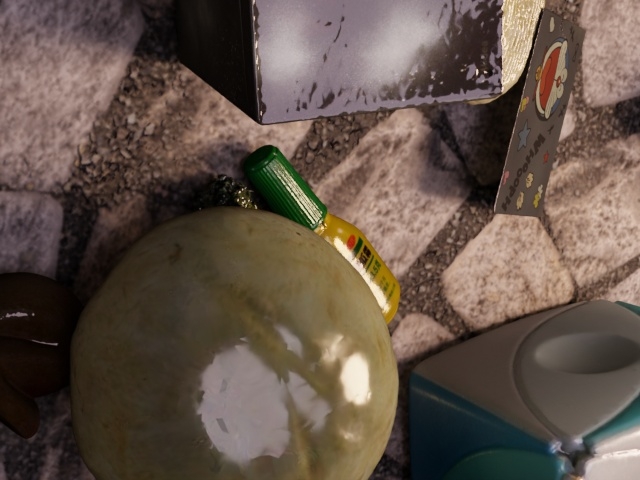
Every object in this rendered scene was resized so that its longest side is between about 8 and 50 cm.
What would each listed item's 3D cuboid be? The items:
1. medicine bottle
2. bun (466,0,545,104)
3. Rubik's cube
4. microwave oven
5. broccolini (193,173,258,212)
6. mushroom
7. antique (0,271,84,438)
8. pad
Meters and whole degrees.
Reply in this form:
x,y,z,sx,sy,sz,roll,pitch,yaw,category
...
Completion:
x,y,z,sx,sy,sz,roll,pitch,yaw,category
0.000,0.000,1.434,0.095,0.064,0.260,-49,119,-22,medicine bottle
0.165,-0.260,1.418,0.220,0.134,0.220,-44,143,-46,bun
0.334,0.296,1.529,0.352,0.351,0.347,-14,108,-23,Rubik's cube
-0.005,-0.359,1.167,0.236,0.374,0.432,-8,111,-18,microwave oven
-0.041,0.097,1.442,0.074,0.079,0.392,-16,118,19,broccolini
-0.086,0.141,1.269,0.352,0.260,0.352,0,91,-19,mushroom
-0.331,0.067,1.234,0.143,0.121,0.257,-52,121,-16,antique
0.270,-0.149,1.534,0.170,0.006,0.246,2,102,-62,pad
